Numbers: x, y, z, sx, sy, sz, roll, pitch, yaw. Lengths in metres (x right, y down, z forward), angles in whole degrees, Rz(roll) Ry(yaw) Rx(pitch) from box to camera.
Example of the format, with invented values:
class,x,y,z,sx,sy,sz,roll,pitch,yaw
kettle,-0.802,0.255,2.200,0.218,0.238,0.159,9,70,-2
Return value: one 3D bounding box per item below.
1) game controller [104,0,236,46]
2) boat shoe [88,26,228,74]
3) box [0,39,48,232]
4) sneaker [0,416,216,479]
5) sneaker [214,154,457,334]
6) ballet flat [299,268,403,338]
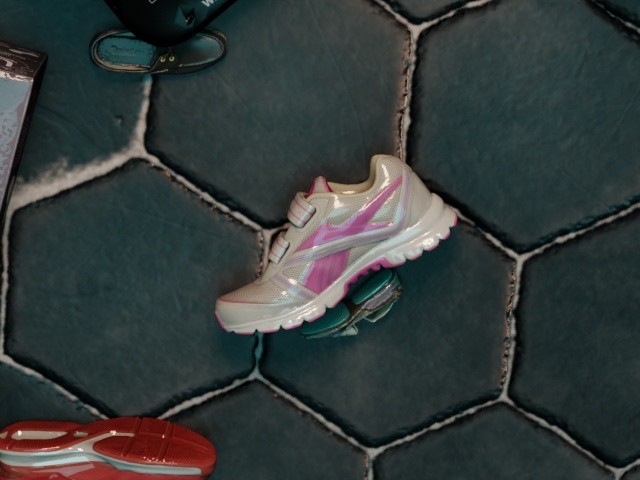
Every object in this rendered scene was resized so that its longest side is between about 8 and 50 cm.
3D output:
class,x,y,z,sx,sy,sz,roll,pitch,yaw
game controller,-0.081,-0.323,1.656,0.319,0.067,0.166,-39,84,13
boat shoe,-0.154,-0.179,1.729,0.133,0.042,0.048,-1,102,-5
box,-0.366,-0.069,1.692,0.163,0.142,0.247,16,103,-8
sneaker,-0.213,0.250,1.827,0.221,0.087,0.128,5,113,8
sneaker,0.000,0.000,1.761,0.252,0.103,0.111,-31,100,-2
ballet flat,0.035,0.073,1.808,0.114,0.041,0.041,-33,104,6
